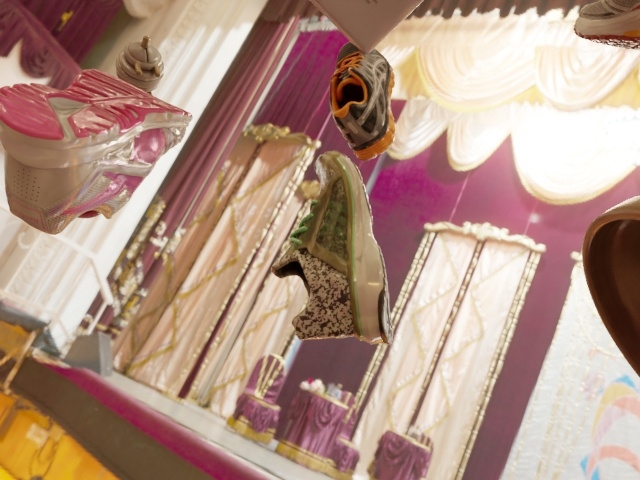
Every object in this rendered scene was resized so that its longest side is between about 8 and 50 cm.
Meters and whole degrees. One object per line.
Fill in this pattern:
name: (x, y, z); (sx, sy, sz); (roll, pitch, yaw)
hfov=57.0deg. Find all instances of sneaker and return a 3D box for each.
sneaker: (0.050, -0.208, 0.791); (0.084, 0.214, 0.083); (-29, -44, 25)
sneaker: (0.000, 0.000, 1.000); (0.182, 0.410, 0.158); (-10, -42, 0)
sneaker: (0.351, -0.248, 0.608); (0.088, 0.092, 0.225); (6, 12, -13)
sneaker: (-0.204, -0.083, 0.537); (0.103, 0.111, 0.252); (26, 22, 5)

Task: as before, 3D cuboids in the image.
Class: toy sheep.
toy sheep: (-0.314, -0.301, 1.030); (0.091, 0.091, 0.132); (29, -45, -13)

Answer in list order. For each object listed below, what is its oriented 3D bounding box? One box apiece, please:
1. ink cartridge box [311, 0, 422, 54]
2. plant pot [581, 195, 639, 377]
ink cartridge box: (0.056, -0.403, 0.560); (0.324, 0.330, 0.071); (34, 22, -37)
plant pot: (0.324, 0.056, 0.447); (0.237, 0.110, 0.237); (61, -4, 8)
